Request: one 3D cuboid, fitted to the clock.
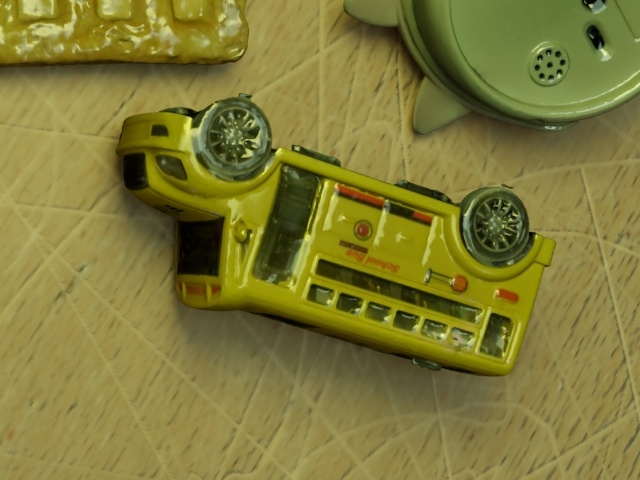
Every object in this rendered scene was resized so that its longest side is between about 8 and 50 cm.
[{"bbox_3d":[0.188,-0.213,1.427,0.324,0.108,0.265,-33,118,1],"label":"clock"}]

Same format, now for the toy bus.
[{"bbox_3d":[0.000,0.000,1.375,0.330,0.144,0.152,17,84,-22],"label":"toy bus"}]

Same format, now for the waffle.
[{"bbox_3d":[-0.190,-0.211,1.351,0.274,0.057,0.168,-3,91,-21],"label":"waffle"}]
